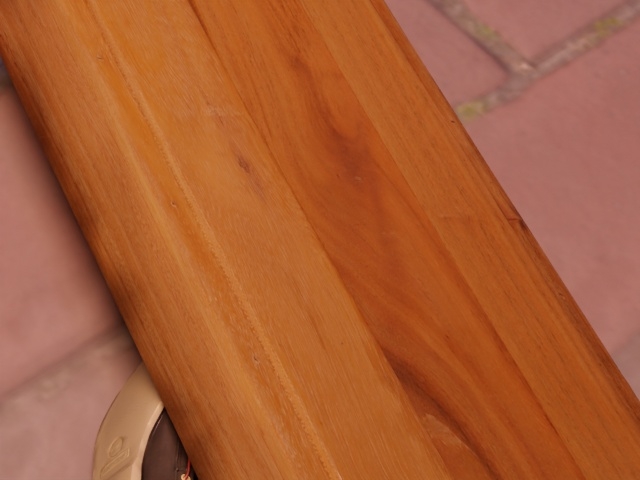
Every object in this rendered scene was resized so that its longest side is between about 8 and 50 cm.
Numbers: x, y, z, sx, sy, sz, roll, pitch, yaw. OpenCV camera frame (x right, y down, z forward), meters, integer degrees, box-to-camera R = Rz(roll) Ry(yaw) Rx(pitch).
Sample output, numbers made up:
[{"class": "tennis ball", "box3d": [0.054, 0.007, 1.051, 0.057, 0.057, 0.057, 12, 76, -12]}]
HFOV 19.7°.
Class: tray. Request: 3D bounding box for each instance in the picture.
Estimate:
[{"class": "tray", "box3d": [0.000, 0.000, 0.898, 0.203, 0.076, 0.411, -5, 52, -35]}]

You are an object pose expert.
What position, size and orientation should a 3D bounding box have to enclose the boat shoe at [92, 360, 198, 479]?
[{"class": "boat shoe", "box3d": [-0.078, 0.101, 0.847, 0.042, 0.049, 0.133, 38, 35, -24]}]
